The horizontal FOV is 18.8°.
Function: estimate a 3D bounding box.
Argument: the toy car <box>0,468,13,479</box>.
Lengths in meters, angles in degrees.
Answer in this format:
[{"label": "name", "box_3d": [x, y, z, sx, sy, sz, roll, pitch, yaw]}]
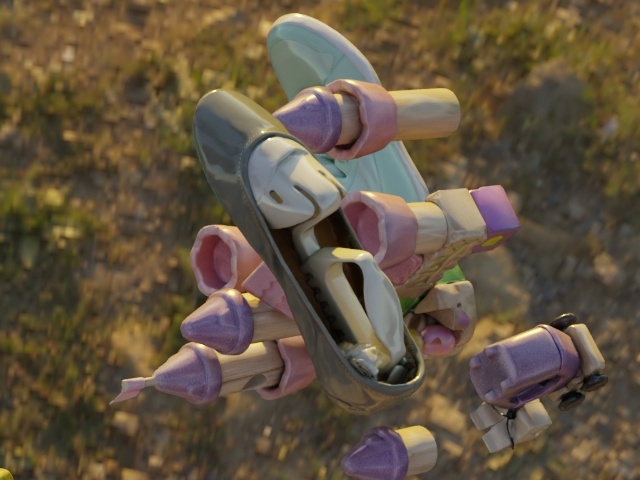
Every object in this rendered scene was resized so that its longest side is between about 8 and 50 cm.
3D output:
[{"label": "toy car", "box_3d": [-0.329, 0.253, 1.397, 0.053, 0.239, 0.225, 20, 86, 25]}]

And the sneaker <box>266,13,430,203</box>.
[{"label": "sneaker", "box_3d": [-0.001, -0.097, 1.904, 0.151, 0.094, 0.256, -33, 92, -45]}]

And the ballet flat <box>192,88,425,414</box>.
[{"label": "ballet flat", "box_3d": [0.000, 0.000, 1.125, 0.072, 0.068, 0.213, -30, 94, -38]}]

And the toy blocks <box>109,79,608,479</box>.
[{"label": "toy blocks", "box_3d": [0.004, 0.061, 1.573, 0.260, 0.288, 0.309, -7, 61, -41]}]
